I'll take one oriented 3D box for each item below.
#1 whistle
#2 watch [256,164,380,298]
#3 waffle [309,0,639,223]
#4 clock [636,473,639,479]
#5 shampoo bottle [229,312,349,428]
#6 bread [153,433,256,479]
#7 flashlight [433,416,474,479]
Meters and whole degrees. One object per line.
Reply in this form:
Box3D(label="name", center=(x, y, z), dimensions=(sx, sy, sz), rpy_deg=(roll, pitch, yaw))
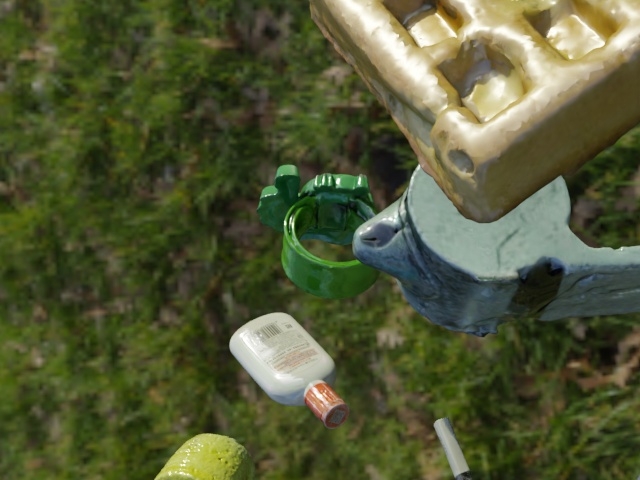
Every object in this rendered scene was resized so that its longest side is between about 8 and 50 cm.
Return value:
Box3D(label="whistle", center=(0.249, 0.023, 1.490), dimensions=(0.168, 0.405, 0.188), rpy_deg=(97, -161, -64))
Box3D(label="watch", center=(0.000, 0.000, 1.649), dimensions=(0.131, 0.165, 0.152), rpy_deg=(101, 171, -51))
Box3D(label="waffle", center=(0.184, -0.197, 0.956), dimensions=(0.304, 0.348, 0.077), rpy_deg=(56, 178, 44))
Box3D(label="clock", center=(0.371, 0.354, 1.225), dimensions=(0.166, 0.235, 0.309), rpy_deg=(162, 133, -86))
Box3D(label="shampoo bottle", center=(-0.035, 0.182, 1.791), dimensions=(0.221, 0.108, 0.051), rpy_deg=(43, 147, 44))
Box3D(label="bread", center=(-0.157, 0.325, 1.722), dimensions=(0.129, 0.114, 0.111), rpy_deg=(0, 125, 24))
Box3D(label="flashlight", center=(0.155, 0.247, 1.495), dimensions=(0.018, 0.018, 0.083), rpy_deg=(105, 147, -60))
